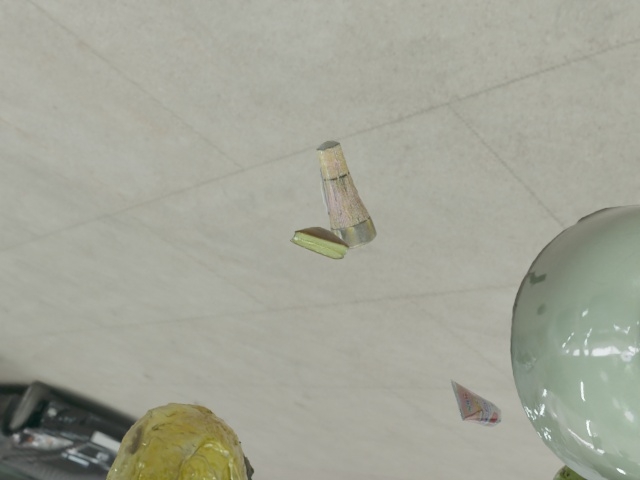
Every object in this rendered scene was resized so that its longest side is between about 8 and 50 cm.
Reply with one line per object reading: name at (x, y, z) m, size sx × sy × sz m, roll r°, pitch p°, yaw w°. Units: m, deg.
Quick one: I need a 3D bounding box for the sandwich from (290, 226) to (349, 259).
sandwich at (0.000, 0.000, 1.102) m, size 0.083 × 0.044 × 0.031 m, roll 22°, pitch 112°, yaw -3°

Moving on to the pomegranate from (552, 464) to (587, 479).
pomegranate at (0.425, 0.388, 1.165) m, size 0.114 × 0.142 × 0.114 m, roll 45°, pitch 147°, yaw 40°

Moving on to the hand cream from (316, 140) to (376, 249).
hand cream at (0.040, -0.086, 1.383) m, size 0.084 × 0.084 × 0.203 m, roll -3°, pitch 112°, yaw 38°

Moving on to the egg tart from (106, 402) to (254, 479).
egg tart at (-0.162, 0.319, 0.935) m, size 0.098 × 0.252 × 0.232 m, roll -17°, pitch 102°, yaw 39°

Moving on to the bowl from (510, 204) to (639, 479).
bowl at (0.405, 0.117, 0.828) m, size 0.354 × 0.353 × 0.185 m, roll 20°, pitch 171°, yaw -1°

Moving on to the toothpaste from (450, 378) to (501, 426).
toothpaste at (0.257, 0.278, 1.251) m, size 0.043 × 0.067 × 0.194 m, roll -23°, pitch 152°, yaw 21°
